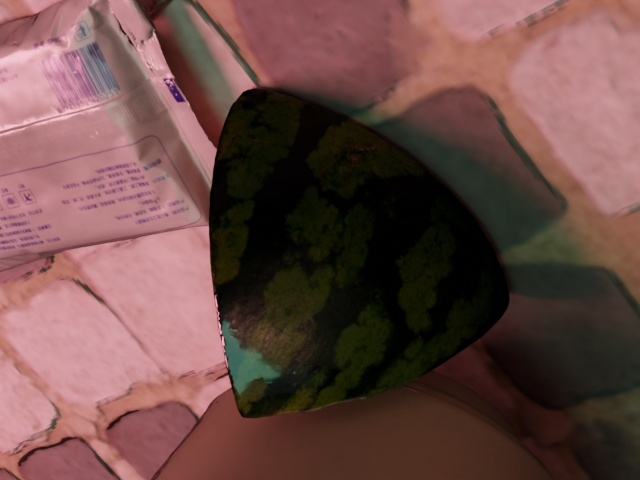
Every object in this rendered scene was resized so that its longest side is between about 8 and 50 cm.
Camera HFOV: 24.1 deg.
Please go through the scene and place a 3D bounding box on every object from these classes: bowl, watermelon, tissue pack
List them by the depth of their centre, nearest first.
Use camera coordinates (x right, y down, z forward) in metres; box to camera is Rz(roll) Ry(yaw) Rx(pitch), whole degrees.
[{"bbox_3d":[0.000,0.000,0.615,0.135,0.125,0.094,66,165,6],"label":"watermelon"},{"bbox_3d":[0.022,0.127,0.651,0.211,0.112,0.211,14,143,11],"label":"bowl"},{"bbox_3d":[-0.129,-0.042,0.665,0.193,0.026,0.122,-9,121,34],"label":"tissue pack"}]
